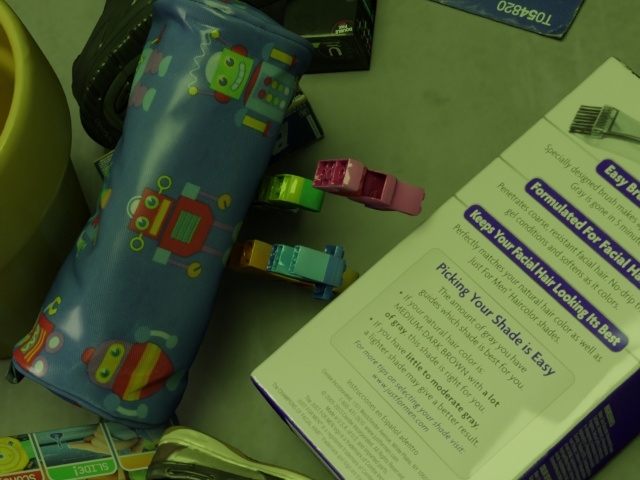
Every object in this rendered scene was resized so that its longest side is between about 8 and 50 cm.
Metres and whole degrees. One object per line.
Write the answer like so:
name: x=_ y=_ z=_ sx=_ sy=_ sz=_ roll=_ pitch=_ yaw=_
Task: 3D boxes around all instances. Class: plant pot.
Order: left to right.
plant pot: x=-0.283 y=-0.032 z=1.123 sx=0.254 sy=0.239 sz=0.254 roll=-7 pitch=62 yaw=13

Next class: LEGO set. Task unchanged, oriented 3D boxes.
LEGO set: x=0.000 y=0.000 z=1.084 sx=0.227 sy=0.093 sz=0.087 roll=2 pitch=76 yaw=65

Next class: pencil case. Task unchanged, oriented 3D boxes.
pencil case: x=-0.110 y=-0.022 z=1.065 sx=0.119 sy=0.133 sz=0.306 roll=21 pitch=93 yaw=-17

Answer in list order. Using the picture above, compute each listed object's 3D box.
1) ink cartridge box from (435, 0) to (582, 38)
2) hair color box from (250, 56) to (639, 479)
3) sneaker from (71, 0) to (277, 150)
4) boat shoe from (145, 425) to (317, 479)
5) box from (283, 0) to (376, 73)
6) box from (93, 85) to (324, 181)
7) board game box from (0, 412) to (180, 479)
ink cartridge box: x=0.147 y=-0.292 z=1.247 sx=0.223 sy=0.045 sz=0.224 roll=21 pitch=71 yaw=25
hair color box: x=0.144 y=0.056 z=1.026 sx=0.339 sy=0.110 sz=0.185 roll=-41 pitch=58 yaw=-6
sneaker: x=-0.107 y=-0.209 z=1.220 sx=0.286 sy=0.109 sz=0.130 roll=-47 pitch=35 yaw=2
boat shoe: x=-0.047 y=0.177 z=1.033 sx=0.152 sy=0.056 sz=0.049 roll=20 pitch=54 yaw=12
box: x=0.008 y=-0.183 z=1.226 sx=0.062 sy=0.052 sz=0.083 roll=-2 pitch=63 yaw=18
box: x=-0.086 y=-0.072 z=1.190 sx=0.169 sy=0.059 sz=0.054 roll=-30 pitch=58 yaw=-1
board game box: x=-0.170 y=0.191 z=1.020 sx=0.201 sy=0.035 sz=0.136 roll=-4 pitch=52 yaw=-30
